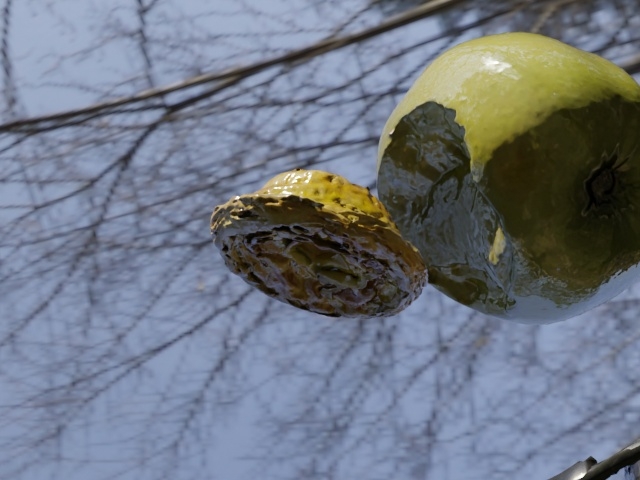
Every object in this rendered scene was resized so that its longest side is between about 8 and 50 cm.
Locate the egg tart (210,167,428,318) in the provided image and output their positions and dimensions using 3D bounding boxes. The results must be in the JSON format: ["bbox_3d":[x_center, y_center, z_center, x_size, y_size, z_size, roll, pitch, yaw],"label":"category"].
[{"bbox_3d":[0.000,0.000,1.000,0.128,0.128,0.049,32,-122,-26],"label":"egg tart"}]

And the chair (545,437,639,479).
[{"bbox_3d":[0.118,0.113,0.502,0.221,0.145,0.140,-26,-104,3],"label":"chair"}]

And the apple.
[{"bbox_3d":[0.191,-0.055,1.601,0.279,0.279,0.279,5,-98,-33],"label":"apple"}]
